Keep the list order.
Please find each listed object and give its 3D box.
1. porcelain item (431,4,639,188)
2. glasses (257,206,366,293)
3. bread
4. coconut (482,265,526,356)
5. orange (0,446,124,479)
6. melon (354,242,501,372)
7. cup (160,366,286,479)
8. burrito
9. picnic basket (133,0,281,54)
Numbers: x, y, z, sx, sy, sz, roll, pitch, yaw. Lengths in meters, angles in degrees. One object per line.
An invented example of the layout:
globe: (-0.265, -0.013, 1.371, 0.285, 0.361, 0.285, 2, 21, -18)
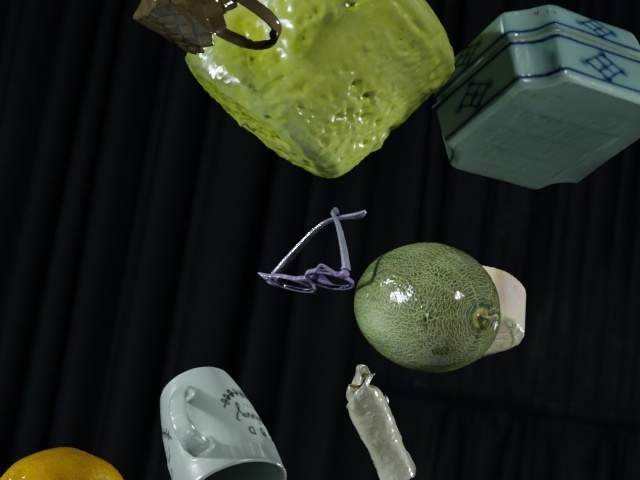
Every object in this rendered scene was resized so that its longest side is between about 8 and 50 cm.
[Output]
porcelain item: (0.334, -0.216, 2.102, 0.286, 0.157, 0.281, 11, -32, -29)
glasses: (0.000, 0.000, 1.510, 0.063, 0.103, 0.140, 25, -18, -31)
bread: (-0.002, -0.272, 2.012, 0.348, 0.307, 0.348, 39, -8, 7)
coconut: (0.285, 0.116, 2.412, 0.147, 0.152, 0.147, 5, -46, 5)
orange: (-0.265, 0.280, 1.371, 0.159, 0.159, 0.136, 2, -26, 43)
melon: (0.116, 0.071, 1.472, 0.139, 0.139, 0.192, 15, -4, -38)
cup: (-0.197, 0.328, 2.377, 0.186, 0.234, 0.258, -29, -37, 3)
burrito: (0.093, 0.301, 2.212, 0.060, 0.226, 0.087, -16, 23, 16)
picnic basket: (-0.132, -0.301, 1.774, 0.178, 0.137, 0.128, 26, -15, -18)
